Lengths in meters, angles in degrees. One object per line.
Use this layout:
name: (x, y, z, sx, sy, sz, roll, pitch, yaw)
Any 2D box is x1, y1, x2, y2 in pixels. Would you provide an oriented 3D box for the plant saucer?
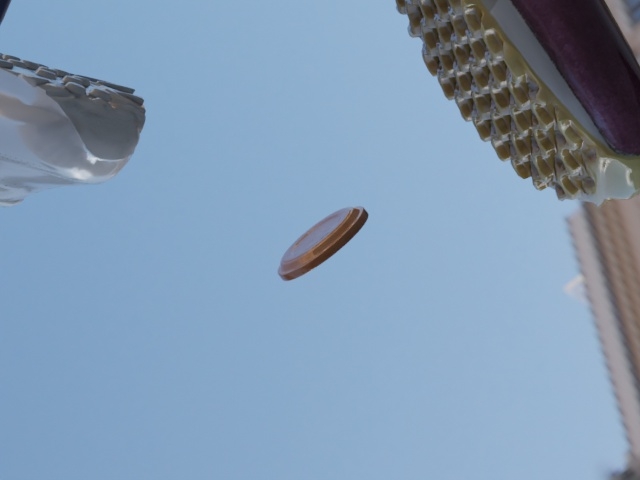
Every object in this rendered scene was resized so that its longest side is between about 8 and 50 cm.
plant saucer: (0.000, 0.000, 1.325, 0.013, 0.083, 0.083, 51, -151, -11)

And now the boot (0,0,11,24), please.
boot: (-0.146, -0.029, 0.447, 0.069, 0.190, 0.086, 24, -167, -37)

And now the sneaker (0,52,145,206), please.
sneaker: (-0.165, -0.039, 0.722, 0.090, 0.235, 0.094, 17, -94, -49)

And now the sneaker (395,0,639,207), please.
sneaker: (0.048, -0.095, 0.433, 0.185, 0.084, 0.069, 59, 173, 25)
